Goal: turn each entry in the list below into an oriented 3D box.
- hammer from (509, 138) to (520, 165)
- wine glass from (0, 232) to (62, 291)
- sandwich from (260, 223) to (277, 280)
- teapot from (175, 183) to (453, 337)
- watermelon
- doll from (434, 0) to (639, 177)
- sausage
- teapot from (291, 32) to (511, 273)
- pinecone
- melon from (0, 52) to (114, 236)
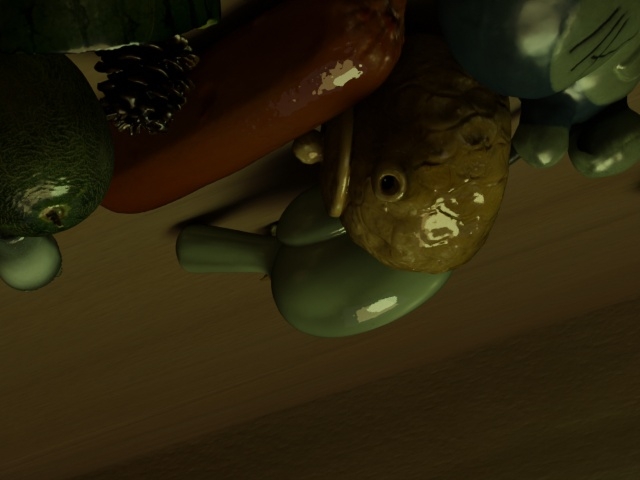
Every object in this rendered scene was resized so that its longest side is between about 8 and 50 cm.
[{"bbox_3d":[0.214,-0.097,0.986,0.033,0.111,0.287,-2,150,-45],"label":"hammer"},{"bbox_3d":[-0.296,-0.004,0.859,0.072,0.072,0.155,-11,161,-13],"label":"wine glass"},{"bbox_3d":[0.000,0.000,1.141,0.162,0.058,0.193,-4,162,-30],"label":"sandwich"},{"bbox_3d":[-0.013,0.020,0.951,0.318,0.149,0.220,-21,-165,10],"label":"teapot"},{"bbox_3d":[-0.146,-0.165,0.556,0.181,0.092,0.075,-8,117,-16],"label":"watermelon"},{"bbox_3d":[0.181,-0.171,0.608,0.228,0.154,0.258,-59,155,3],"label":"doll"},{"bbox_3d":[-0.080,-0.101,0.708,0.348,0.094,0.097,-26,154,31],"label":"sausage"},{"bbox_3d":[0.058,-0.078,0.763,0.167,0.203,0.311,4,-166,-6],"label":"teapot"},{"bbox_3d":[-0.129,-0.118,0.637,0.077,0.083,0.077,4,151,2],"label":"pinecone"},{"bbox_3d":[-0.199,-0.069,0.585,0.114,0.167,0.114,-21,149,-14],"label":"melon"}]
